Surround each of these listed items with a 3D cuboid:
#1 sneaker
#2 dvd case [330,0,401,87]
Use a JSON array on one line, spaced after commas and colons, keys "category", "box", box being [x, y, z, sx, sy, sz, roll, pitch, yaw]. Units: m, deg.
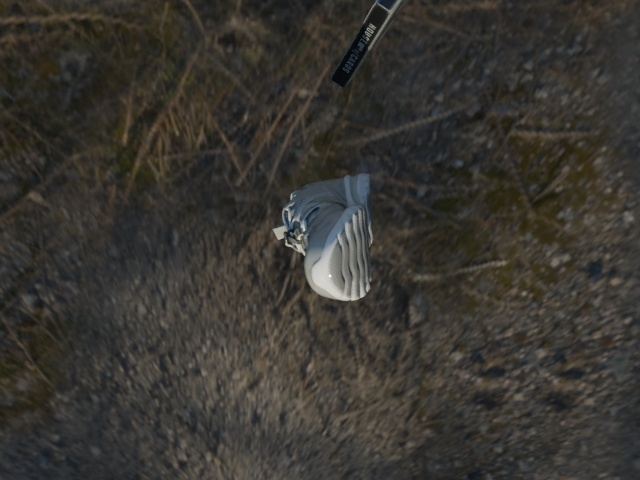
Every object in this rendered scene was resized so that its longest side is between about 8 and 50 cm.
[{"category": "sneaker", "box": [0.000, 0.000, 1.393, 0.115, 0.281, 0.105, -4, 106, 7]}, {"category": "dvd case", "box": [0.105, -0.332, 1.608, 0.030, 0.179, 0.238, 35, 58, 0]}]
